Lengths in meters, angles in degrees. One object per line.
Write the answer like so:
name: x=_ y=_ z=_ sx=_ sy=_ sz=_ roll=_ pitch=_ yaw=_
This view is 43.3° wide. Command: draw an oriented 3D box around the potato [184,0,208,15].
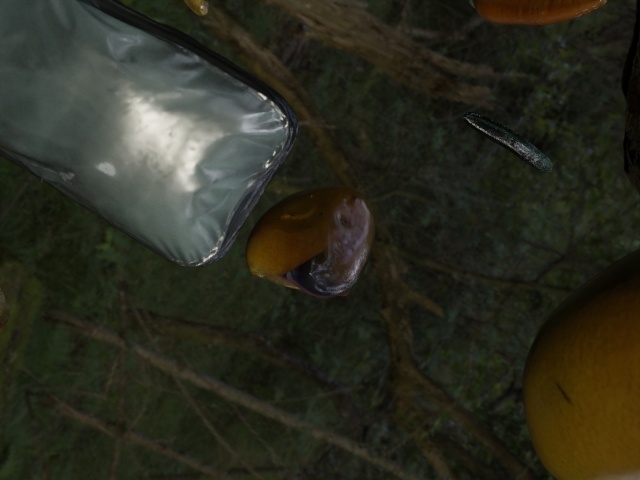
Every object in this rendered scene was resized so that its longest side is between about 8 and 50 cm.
potato: x=-0.254 y=-0.493 z=1.638 sx=0.046 sy=0.092 sz=0.045 roll=-21 pitch=149 yaw=-39

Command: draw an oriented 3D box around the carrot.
carrot: x=0.163 y=-0.183 z=0.624 sx=0.035 sy=0.142 sz=0.035 roll=-10 pitch=112 yaw=-26

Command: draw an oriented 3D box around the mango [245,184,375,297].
mango: x=0.000 y=0.000 z=1.413 sx=0.153 sy=0.201 sz=0.287 roll=-26 pitch=-165 yaw=32

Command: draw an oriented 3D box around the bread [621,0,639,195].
bread: x=0.437 y=-0.196 z=0.853 sx=0.358 sy=0.204 sz=0.336 roll=-43 pitch=132 yaw=-70

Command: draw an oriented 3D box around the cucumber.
cucumber: x=0.319 y=-0.169 z=1.360 sx=0.036 sy=0.184 sz=0.033 roll=-55 pitch=-172 yaw=25

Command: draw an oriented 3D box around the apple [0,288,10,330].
apple: x=-0.718 y=0.121 z=1.411 sx=0.163 sy=0.293 sz=0.251 roll=-51 pitch=-165 yaw=12

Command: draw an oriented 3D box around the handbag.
handbag: x=-0.195 y=-0.120 z=0.714 sx=0.191 sy=0.332 sz=0.075 roll=-56 pitch=-170 yaw=18

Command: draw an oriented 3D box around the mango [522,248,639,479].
mango: x=0.309 y=0.112 z=0.700 sx=0.317 sy=0.211 sz=0.173 roll=-39 pitch=169 yaw=33
